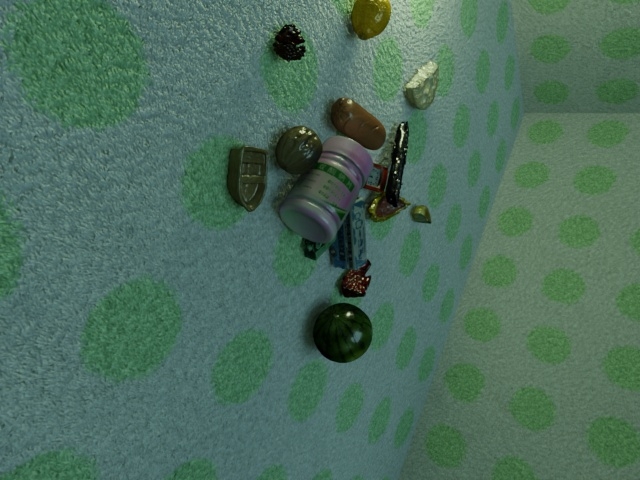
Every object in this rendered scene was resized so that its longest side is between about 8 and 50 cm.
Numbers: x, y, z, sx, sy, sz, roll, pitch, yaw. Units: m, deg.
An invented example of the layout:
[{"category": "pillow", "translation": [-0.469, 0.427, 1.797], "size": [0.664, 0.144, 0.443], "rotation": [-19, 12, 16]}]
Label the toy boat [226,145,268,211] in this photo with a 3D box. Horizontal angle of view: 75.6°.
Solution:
[{"category": "toy boat", "translation": [-0.216, -0.181, 1.218], "size": [0.116, 0.061, 0.189], "rotation": [-7, 106, -54]}]

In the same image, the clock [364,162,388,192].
[{"category": "clock", "translation": [0.223, -0.274, 1.781], "size": [0.155, 0.061, 0.113], "rotation": [5, 96, -50]}]

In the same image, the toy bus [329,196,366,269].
[{"category": "toy bus", "translation": [0.107, -0.032, 1.638], "size": [0.106, 0.130, 0.298], "rotation": [-30, 122, -44]}]

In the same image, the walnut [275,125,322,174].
[{"category": "walnut", "translation": [-0.069, -0.289, 1.318], "size": [0.162, 0.140, 0.140], "rotation": [-49, 136, -35]}]

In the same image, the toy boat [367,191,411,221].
[{"category": "toy boat", "translation": [0.295, -0.153, 1.884], "size": [0.317, 0.098, 0.141], "rotation": [-17, 111, -47]}]

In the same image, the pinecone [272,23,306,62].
[{"category": "pinecone", "translation": [-0.095, -0.590, 1.236], "size": [0.102, 0.102, 0.110], "rotation": [31, 42, -52]}]

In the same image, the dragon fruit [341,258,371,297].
[{"category": "dragon fruit", "translation": [0.162, 0.153, 1.787], "size": [0.192, 0.122, 0.092], "rotation": [-53, 123, -25]}]

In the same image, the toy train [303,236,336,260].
[{"category": "toy train", "translation": [0.000, 0.000, 1.561], "size": [0.172, 0.070, 0.100], "rotation": [-45, 140, -38]}]

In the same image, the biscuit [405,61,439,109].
[{"category": "biscuit", "translation": [0.507, -0.734, 1.994], "size": [0.281, 0.084, 0.179], "rotation": [-53, 137, -30]}]

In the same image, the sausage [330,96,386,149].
[{"category": "sausage", "translation": [0.145, -0.440, 1.570], "size": [0.304, 0.121, 0.121], "rotation": [13, 90, -55]}]

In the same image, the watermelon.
[{"category": "watermelon", "translation": [0.089, 0.368, 1.649], "size": [0.242, 0.242, 0.243], "rotation": [-21, 117, -49]}]

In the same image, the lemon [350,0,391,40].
[{"category": "lemon", "translation": [0.180, -0.811, 1.486], "size": [0.142, 0.142, 0.187], "rotation": [32, 73, -52]}]

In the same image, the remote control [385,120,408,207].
[{"category": "remote control", "translation": [0.346, -0.349, 1.854], "size": [0.145, 0.062, 0.400], "rotation": [62, 38, -61]}]

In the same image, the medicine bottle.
[{"category": "medicine bottle", "translation": [0.024, -0.174, 1.413], "size": [0.326, 0.211, 0.212], "rotation": [-58, 140, -23]}]

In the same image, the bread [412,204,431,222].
[{"category": "bread", "translation": [0.550, -0.145, 2.235], "size": [0.157, 0.082, 0.095], "rotation": [4, 94, -56]}]
